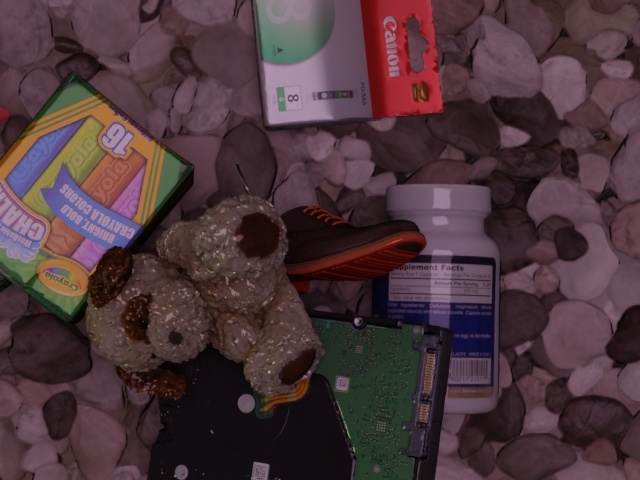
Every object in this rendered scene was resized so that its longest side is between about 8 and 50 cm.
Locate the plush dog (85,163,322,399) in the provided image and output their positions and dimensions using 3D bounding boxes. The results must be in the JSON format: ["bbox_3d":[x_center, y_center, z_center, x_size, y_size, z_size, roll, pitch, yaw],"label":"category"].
[{"bbox_3d":[-0.149,0.055,1.685,0.225,0.210,0.262,-25,130,-10],"label":"plush dog"}]

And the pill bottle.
[{"bbox_3d":[0.136,0.068,1.822,0.153,0.153,0.264,2,87,-6],"label":"pill bottle"}]

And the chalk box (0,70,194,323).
[{"bbox_3d":[-0.299,-0.018,1.768,0.179,0.180,0.289,38,85,-3],"label":"chalk box"}]

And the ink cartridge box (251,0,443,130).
[{"bbox_3d":[0.034,-0.233,1.876,0.225,0.056,0.181,-6,88,-5],"label":"ink cartridge box"}]

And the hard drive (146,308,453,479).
[{"bbox_3d":[-0.026,0.193,1.766,0.339,0.064,0.236,5,86,26],"label":"hard drive"}]

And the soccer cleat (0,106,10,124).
[{"bbox_3d":[-0.449,-0.272,1.811,0.116,0.109,0.318,-11,87,-27],"label":"soccer cleat"}]

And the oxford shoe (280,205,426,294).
[{"bbox_3d":[0.000,0.000,1.779,0.271,0.097,0.098,-13,73,35],"label":"oxford shoe"}]
